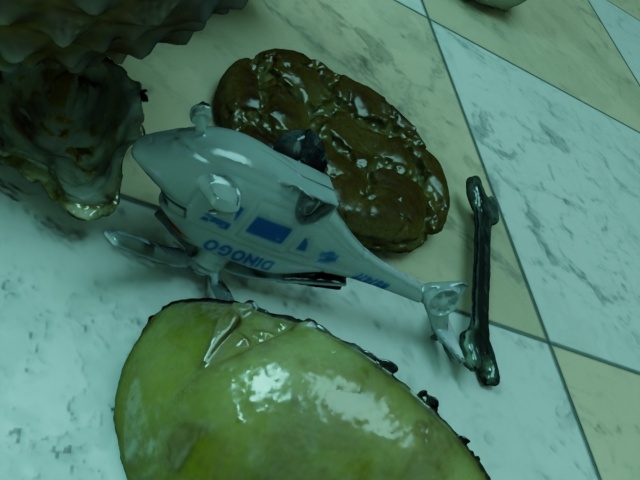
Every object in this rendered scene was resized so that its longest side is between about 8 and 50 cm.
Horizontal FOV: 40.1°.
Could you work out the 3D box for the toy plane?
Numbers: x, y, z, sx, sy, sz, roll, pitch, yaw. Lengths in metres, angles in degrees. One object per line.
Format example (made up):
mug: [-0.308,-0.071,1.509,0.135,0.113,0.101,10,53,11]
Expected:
toy plane: [0.003,0.007,0.563,0.273,0.107,0.182,31,26,-12]

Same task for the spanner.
spanner: [0.135,0.026,0.739,0.054,0.015,0.254,56,28,-27]

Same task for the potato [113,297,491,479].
potato: [-0.001,0.129,0.426,0.261,0.120,0.100,42,41,2]

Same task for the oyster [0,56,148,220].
oyster: [-0.158,-0.077,0.548,0.103,0.051,0.148,26,47,-13]

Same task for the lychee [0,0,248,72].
lychee: [-0.167,-0.266,0.455,0.380,0.432,0.380,-12,90,-73]

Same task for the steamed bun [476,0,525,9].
steamed bun: [0.224,-0.468,1.230,0.283,0.177,0.283,26,37,-22]

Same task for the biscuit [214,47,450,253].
biscuit: [0.017,-0.081,0.731,0.226,0.042,0.226,25,38,-21]
